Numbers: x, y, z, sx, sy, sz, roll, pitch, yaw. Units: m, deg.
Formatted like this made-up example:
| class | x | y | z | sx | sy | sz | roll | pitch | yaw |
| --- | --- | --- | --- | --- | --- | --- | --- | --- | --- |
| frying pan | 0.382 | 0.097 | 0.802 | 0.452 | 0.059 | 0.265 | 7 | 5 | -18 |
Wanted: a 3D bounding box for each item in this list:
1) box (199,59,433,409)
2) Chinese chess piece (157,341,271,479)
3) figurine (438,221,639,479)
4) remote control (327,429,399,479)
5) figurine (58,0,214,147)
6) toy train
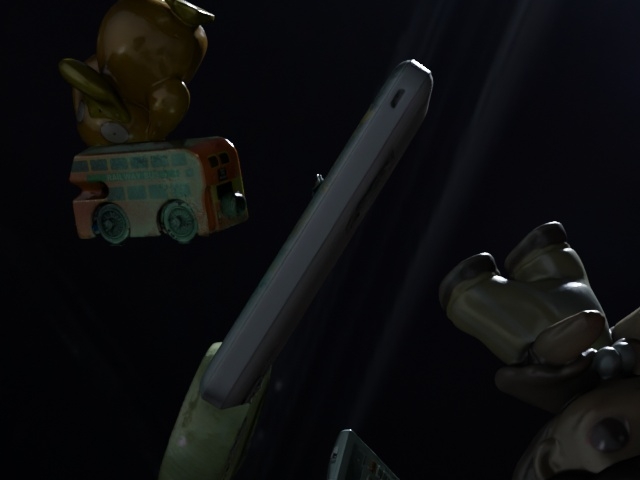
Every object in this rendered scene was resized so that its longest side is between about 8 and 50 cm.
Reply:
| class | x | y | z | sx | sy | sz | roll | pitch | yaw |
| --- | --- | --- | --- | --- | --- | --- | --- | --- | --- |
| box | 0.000 | 0.000 | 1.095 | 0.285 | 0.044 | 0.142 | -58 | 174 | -4 |
| Chinese chess piece | -0.118 | 0.205 | 1.635 | 0.188 | 0.083 | 0.188 | 21 | 90 | -86 |
| figurine | 0.233 | 0.169 | 1.224 | 0.203 | 0.248 | 0.380 | -51 | -123 | 47 |
| remote control | 0.048 | 0.254 | 1.500 | 0.029 | 0.162 | 0.061 | -5 | -126 | 29 |
| figurine | -0.243 | -0.224 | 1.966 | 0.228 | 0.215 | 0.215 | -52 | -147 | -12 |
| toy train | -0.154 | -0.048 | 1.417 | 0.188 | 0.072 | 0.099 | -3 | -81 | 31 |
